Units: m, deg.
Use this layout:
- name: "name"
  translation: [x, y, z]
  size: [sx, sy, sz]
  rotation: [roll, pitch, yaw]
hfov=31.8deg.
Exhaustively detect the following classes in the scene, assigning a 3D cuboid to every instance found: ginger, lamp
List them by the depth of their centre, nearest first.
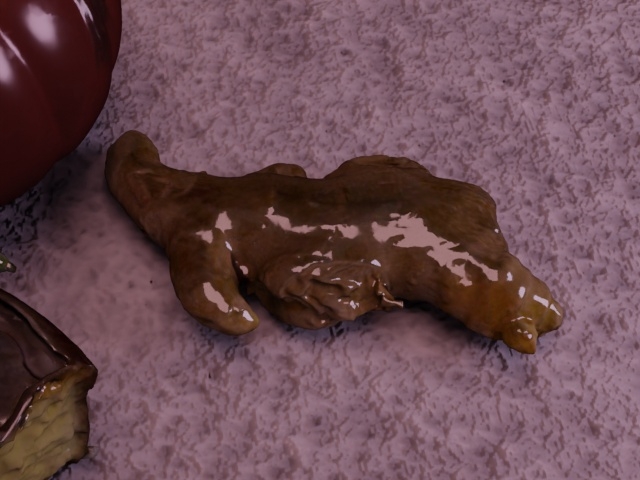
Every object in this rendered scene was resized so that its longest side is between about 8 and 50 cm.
- name: "lamp"
  translation: [-0.284, -0.147, 0.743]
  size: [0.303, 0.257, 0.303]
  rotation: [2, 58, -4]
- name: "ginger"
  translation: [0.002, 0.000, 0.770]
  size: [0.333, 0.080, 0.166]
  rotation: [10, 45, -1]

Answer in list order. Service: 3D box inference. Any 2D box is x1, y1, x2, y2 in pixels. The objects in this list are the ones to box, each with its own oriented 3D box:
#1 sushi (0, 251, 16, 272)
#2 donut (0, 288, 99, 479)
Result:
- name: "sushi"
  translation: [-0.272, -0.010, 0.524]
  size: [0.274, 0.139, 0.184]
  rotation: [52, 25, 16]
- name: "donut"
  translation: [-0.313, 0.152, 0.620]
  size: [0.259, 0.136, 0.345]
  rotation: [24, 58, 14]
